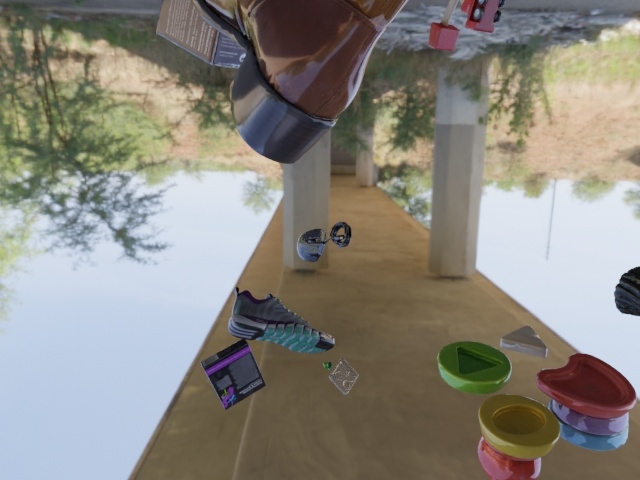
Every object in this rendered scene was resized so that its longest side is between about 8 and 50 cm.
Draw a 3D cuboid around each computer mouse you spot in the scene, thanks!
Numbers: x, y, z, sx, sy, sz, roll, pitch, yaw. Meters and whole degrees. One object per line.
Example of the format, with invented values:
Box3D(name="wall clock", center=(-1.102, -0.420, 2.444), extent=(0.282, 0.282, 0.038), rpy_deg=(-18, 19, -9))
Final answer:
Box3D(name="computer mouse", center=(0.000, 0.000, 1.109), extent=(0.041, 0.071, 0.242), rpy_deg=(18, 164, -20))

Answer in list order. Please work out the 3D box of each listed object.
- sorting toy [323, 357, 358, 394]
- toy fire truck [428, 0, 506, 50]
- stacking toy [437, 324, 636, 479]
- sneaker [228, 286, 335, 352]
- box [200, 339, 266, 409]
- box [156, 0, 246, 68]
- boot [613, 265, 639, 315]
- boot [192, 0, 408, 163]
Box3D(name="sorting toy", center=(0.042, 0.292, 1.164), extent=(0.012, 0.083, 0.062), rpy_deg=(-37, -174, 45))
Box3D(name="toy fire truck", center=(0.264, -0.425, 0.923), extent=(0.047, 0.192, 0.135), rpy_deg=(-2, -148, -24))
Box3D(name="stacking toy", center=(0.366, 0.294, 0.943), extent=(0.308, 0.131, 0.279), rpy_deg=(-10, -156, -20))
Box3D(name="sneaker", center=(-0.068, 0.153, 1.031), extent=(0.223, 0.098, 0.083), rpy_deg=(20, 142, -26))
Box3D(name="box", center=(-0.206, 0.322, 1.259), extent=(0.116, 0.162, 0.029), rpy_deg=(-27, -144, -17))
Box3D(name="box", center=(-0.208, -0.476, 1.105), extent=(0.203, 0.167, 0.168), rpy_deg=(35, -150, 30))
Box3D(name="boot", center=(0.786, 0.184, 1.055), extent=(0.348, 0.131, 0.260), rpy_deg=(38, 177, -26))
Box3D(name="boot", center=(0.014, -0.234, 0.354), extent=(0.096, 0.280, 0.264), rpy_deg=(18, -136, -32))
